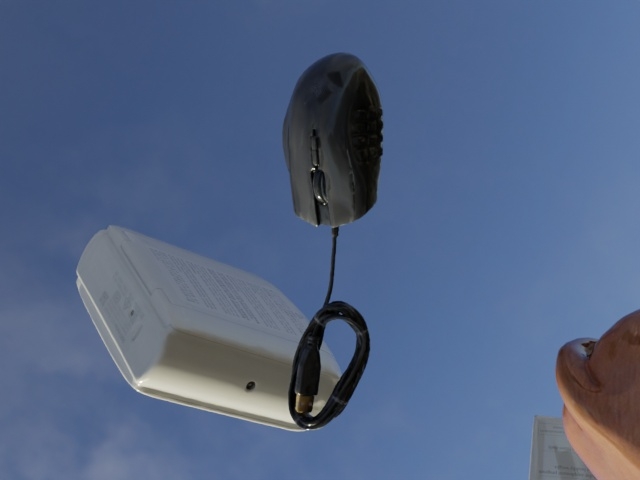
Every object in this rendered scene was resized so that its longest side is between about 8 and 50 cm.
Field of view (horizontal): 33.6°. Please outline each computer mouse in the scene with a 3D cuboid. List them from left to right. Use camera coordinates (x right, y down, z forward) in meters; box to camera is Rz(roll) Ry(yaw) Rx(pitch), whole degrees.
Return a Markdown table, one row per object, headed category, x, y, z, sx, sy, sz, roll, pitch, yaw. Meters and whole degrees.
| category | x | y | z | sx | sy | sz | roll | pitch | yaw |
| --- | --- | --- | --- | --- | --- | --- | --- | --- | --- |
| computer mouse | 0.000 | 0.000 | 0.669 | 0.041 | 0.071 | 0.242 | 7 | -95 | -60 |

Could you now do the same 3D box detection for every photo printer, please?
| category | x | y | z | sx | sy | sz | roll | pitch | yaw |
| --- | --- | --- | --- | --- | --- | --- | --- | --- | --- |
| photo printer | -0.123 | 0.113 | 1.297 | 0.307 | 0.256 | 0.107 | 22 | -73 | -40 |

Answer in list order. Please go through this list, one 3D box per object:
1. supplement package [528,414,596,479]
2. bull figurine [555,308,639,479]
| category | x | y | z | sx | sy | sz | roll | pitch | yaw |
| --- | --- | --- | --- | --- | --- | --- | --- | --- | --- |
| supplement package | 0.239 | 0.289 | 0.893 | 0.139 | 0.134 | 0.244 | 67 | -150 | -60 |
| bull figurine | 0.220 | 0.128 | 0.362 | 0.188 | 0.310 | 0.101 | -11 | -40 | -43 |
